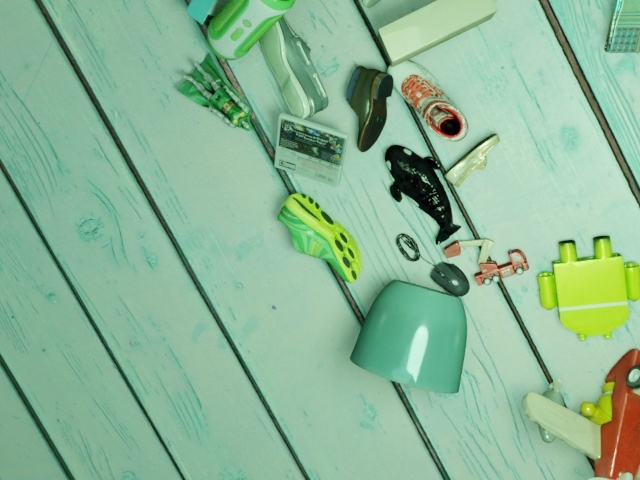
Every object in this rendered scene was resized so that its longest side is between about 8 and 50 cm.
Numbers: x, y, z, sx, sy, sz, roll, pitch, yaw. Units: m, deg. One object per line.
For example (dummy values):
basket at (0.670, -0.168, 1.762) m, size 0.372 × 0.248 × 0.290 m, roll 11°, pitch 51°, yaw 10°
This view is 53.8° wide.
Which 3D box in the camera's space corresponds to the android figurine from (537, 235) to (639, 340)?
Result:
android figurine at (0.691, 0.128, 1.617) m, size 0.248 × 0.056 × 0.273 m, roll -10°, pitch 99°, yaw 15°

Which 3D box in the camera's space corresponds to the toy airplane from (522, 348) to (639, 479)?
toy airplane at (0.726, 0.507, 1.582) m, size 0.384 × 0.272 × 0.386 m, roll -18°, pitch 83°, yaw -15°

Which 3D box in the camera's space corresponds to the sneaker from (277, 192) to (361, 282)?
sneaker at (0.000, 0.000, 1.746) m, size 0.295 × 0.109 × 0.123 m, roll 49°, pitch 131°, yaw -2°

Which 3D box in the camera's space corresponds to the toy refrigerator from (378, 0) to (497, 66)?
toy refrigerator at (0.277, -0.528, 1.527) m, size 0.269 × 0.102 × 0.094 m, roll -25°, pitch 94°, yaw 9°

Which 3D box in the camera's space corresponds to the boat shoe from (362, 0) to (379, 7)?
boat shoe at (0.164, -0.688, 1.560) m, size 0.081 × 0.079 × 0.227 m, roll 40°, pitch 102°, yaw 10°

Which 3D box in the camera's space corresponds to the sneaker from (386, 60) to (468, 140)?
sneaker at (0.265, -0.353, 1.567) m, size 0.090 × 0.145 × 0.270 m, roll -43°, pitch 89°, yaw 18°

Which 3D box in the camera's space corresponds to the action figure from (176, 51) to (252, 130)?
action figure at (-0.273, -0.388, 1.738) m, size 0.232 × 0.063 × 0.137 m, roll 43°, pitch 105°, yaw -2°

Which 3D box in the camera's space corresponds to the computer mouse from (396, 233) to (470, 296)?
computer mouse at (0.303, 0.068, 1.706) m, size 0.242 × 0.041 × 0.071 m, roll 37°, pitch 109°, yaw 4°

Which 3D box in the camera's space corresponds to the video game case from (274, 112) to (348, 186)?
video game case at (-0.028, -0.241, 1.688) m, size 0.190 × 0.022 × 0.173 m, roll 19°, pitch 136°, yaw 9°

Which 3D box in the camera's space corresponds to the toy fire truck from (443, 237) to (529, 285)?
toy fire truck at (0.437, 0.045, 1.665) m, size 0.192 × 0.047 × 0.135 m, roll -20°, pitch 95°, yaw 16°

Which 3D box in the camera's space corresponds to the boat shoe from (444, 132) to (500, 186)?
boat shoe at (0.398, -0.203, 1.616) m, size 0.059 × 0.063 × 0.170 m, roll 47°, pitch 118°, yaw -2°

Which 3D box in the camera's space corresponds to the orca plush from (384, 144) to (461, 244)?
orca plush at (0.257, -0.120, 1.643) m, size 0.151 × 0.102 × 0.287 m, roll -20°, pitch 97°, yaw 17°

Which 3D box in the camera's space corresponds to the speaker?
speaker at (-0.175, -0.563, 1.567) m, size 0.296 × 0.131 × 0.131 m, roll -22°, pitch 98°, yaw 54°

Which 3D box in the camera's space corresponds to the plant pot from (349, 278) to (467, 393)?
plant pot at (0.247, 0.235, 1.638) m, size 0.293 × 0.293 × 0.235 m, roll 16°, pitch 91°, yaw 10°

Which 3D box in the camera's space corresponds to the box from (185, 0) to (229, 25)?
box at (-0.252, -0.681, 1.645) m, size 0.060 × 0.100 × 0.244 m, roll 36°, pitch 107°, yaw 6°

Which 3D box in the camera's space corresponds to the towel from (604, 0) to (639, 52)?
towel at (0.786, -0.591, 1.360) m, size 0.271 × 0.040 × 0.370 m, roll 0°, pitch 121°, yaw 1°

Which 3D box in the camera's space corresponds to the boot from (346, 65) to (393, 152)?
boot at (0.117, -0.348, 1.657) m, size 0.106 × 0.082 × 0.219 m, roll 38°, pitch 126°, yaw 34°

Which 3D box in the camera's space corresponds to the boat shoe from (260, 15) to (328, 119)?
boat shoe at (-0.072, -0.479, 1.665) m, size 0.099 × 0.116 × 0.320 m, roll -21°, pitch 90°, yaw -26°
